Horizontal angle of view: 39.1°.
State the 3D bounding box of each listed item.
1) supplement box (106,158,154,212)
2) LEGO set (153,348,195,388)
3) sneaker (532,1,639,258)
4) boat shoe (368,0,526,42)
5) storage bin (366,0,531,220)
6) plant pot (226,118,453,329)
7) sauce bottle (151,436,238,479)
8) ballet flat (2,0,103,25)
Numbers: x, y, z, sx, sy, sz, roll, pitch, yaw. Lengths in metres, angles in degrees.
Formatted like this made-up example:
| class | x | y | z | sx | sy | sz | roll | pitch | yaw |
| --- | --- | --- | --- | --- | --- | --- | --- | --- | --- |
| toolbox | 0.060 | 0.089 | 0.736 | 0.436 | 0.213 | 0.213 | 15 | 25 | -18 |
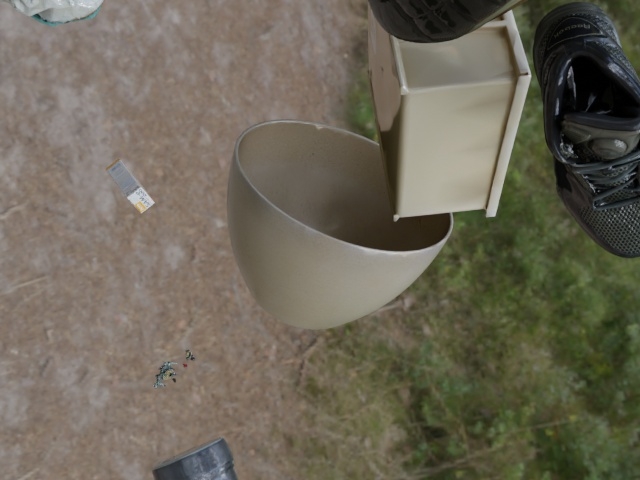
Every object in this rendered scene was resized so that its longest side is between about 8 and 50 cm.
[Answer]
| class | x | y | z | sx | sy | sz | roll | pitch | yaw |
| --- | --- | --- | --- | --- | --- | --- | --- | --- | --- |
| supplement box | -0.375 | -0.108 | 1.780 | 0.098 | 0.036 | 0.062 | 49 | -5 | 32 |
| LEGO set | -0.243 | 0.207 | 1.463 | 0.083 | 0.023 | 0.054 | -31 | 140 | -36 |
| sneaker | 0.224 | -0.062 | 0.713 | 0.130 | 0.087 | 0.227 | -71 | 145 | -56 |
| boat shoe | 0.166 | -0.245 | 0.727 | 0.120 | 0.324 | 0.122 | -21 | 98 | -34 |
| storage bin | 0.124 | -0.195 | 0.996 | 0.262 | 0.123 | 0.260 | 83 | -1 | -62 |
| plant pot | 0.000 | 0.000 | 1.148 | 0.284 | 0.191 | 0.284 | 17 | 32 | -11 |
| sauce bottle | -0.048 | 0.342 | 0.777 | 0.344 | 0.111 | 0.111 | 67 | 23 | 4 |
| ballet flat | -0.372 | -0.421 | 1.039 | 0.409 | 0.147 | 0.147 | 59 | 17 | 25 |
